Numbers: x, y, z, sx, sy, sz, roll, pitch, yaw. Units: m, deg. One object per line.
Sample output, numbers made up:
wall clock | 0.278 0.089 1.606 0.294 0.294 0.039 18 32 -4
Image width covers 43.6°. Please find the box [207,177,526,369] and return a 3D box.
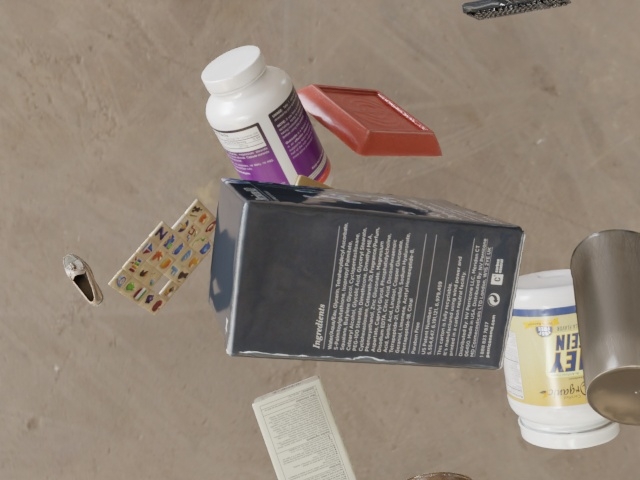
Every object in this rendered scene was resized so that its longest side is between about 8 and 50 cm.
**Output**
box | 0.048 0.041 1.193 0.395 0.293 0.212 4 99 -15

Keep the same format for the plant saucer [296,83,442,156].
plant saucer | 0.105 -0.263 1.710 0.258 0.048 0.259 -5 39 -41

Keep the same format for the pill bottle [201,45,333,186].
pill bottle | -0.109 -0.218 1.601 0.181 0.323 0.181 -17 36 13

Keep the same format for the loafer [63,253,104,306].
loafer | -0.485 0.078 1.631 0.045 0.039 0.125 -36 83 -1

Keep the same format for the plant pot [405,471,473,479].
plant pot | 0.252 0.598 1.683 0.167 0.167 0.165 9 50 -12

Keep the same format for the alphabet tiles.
alphabet tiles | -0.302 0.030 1.618 0.009 0.198 0.237 35 81 26

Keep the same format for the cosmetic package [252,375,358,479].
cosmetic package | -0.020 0.461 1.702 0.160 0.113 0.309 -19 86 -4

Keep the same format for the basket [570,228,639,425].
basket | 0.438 0.131 1.124 0.204 0.154 0.227 46 39 -25

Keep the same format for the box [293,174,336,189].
box | 0.000 0.000 1.488 0.164 0.021 0.201 22 81 -15

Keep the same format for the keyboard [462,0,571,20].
keyboard | 0.348 -0.426 1.442 0.108 0.180 0.023 5 84 -57

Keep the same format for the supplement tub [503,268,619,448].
supplement tub | 0.479 0.230 1.596 0.228 0.228 0.316 -12 96 -21
